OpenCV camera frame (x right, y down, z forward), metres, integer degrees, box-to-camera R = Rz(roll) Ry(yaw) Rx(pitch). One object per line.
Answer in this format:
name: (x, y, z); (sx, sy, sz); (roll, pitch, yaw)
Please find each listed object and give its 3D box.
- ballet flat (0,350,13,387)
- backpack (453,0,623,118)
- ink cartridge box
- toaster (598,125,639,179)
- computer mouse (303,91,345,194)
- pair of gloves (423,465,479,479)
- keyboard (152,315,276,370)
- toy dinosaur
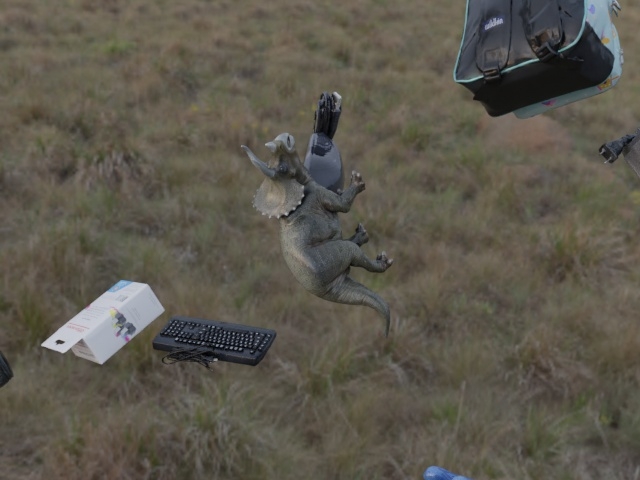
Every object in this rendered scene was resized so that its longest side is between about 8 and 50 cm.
ballet flat: (-0.435, 0.117, 1.026); (0.049, 0.173, 0.057); (-29, 28, -14)
backpack: (0.246, -0.240, 0.937); (0.166, 0.188, 0.144); (-17, -30, 40)
ink cartridge box: (-0.369, 0.147, 1.425); (0.181, 0.061, 0.104); (-42, 26, -30)
toaster: (0.404, -0.083, 0.807); (0.227, 0.146, 0.129); (-26, -15, -7)
computer mouse: (0.004, -0.110, 1.351); (0.072, 0.188, 0.272); (14, 31, -3)
pair of gloves: (0.169, 0.192, 0.556); (0.198, 0.023, 0.159); (11, -12, 46)
keyboard: (-0.171, 0.151, 1.287); (0.192, 0.038, 0.100); (4, 41, 23)
toy dinosaur: (0.000, 0.000, 1.179); (0.160, 0.313, 0.121); (-21, 3, -23)
